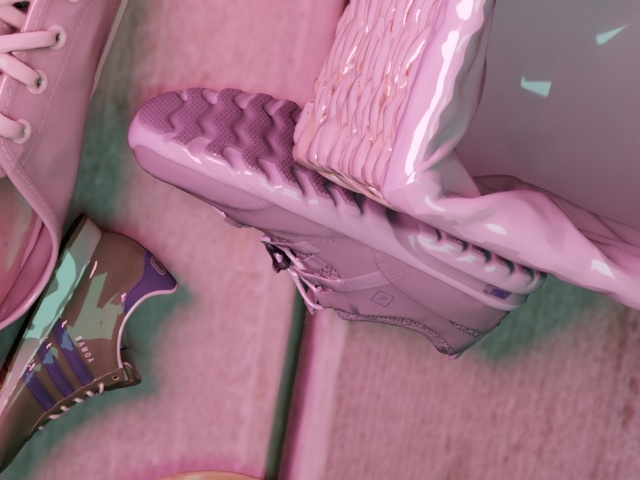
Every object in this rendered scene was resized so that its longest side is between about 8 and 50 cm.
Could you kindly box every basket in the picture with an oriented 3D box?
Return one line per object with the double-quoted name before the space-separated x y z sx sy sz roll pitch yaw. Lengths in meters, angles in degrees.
"basket" 0.202 -0.124 1.083 0.331 0.266 0.328 21 90 -15

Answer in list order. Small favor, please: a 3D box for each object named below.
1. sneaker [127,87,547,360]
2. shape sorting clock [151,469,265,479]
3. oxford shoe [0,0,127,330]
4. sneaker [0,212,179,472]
"sneaker" 0.000 0.000 1.222 0.281 0.105 0.115 26 121 -9
"shape sorting clock" -0.087 0.253 1.339 0.206 0.040 0.206 -3 108 -9
"oxford shoe" -0.196 -0.124 1.134 0.169 0.130 0.449 11 108 -10
"sneaker" -0.160 0.084 1.250 0.086 0.064 0.192 25 102 -11
